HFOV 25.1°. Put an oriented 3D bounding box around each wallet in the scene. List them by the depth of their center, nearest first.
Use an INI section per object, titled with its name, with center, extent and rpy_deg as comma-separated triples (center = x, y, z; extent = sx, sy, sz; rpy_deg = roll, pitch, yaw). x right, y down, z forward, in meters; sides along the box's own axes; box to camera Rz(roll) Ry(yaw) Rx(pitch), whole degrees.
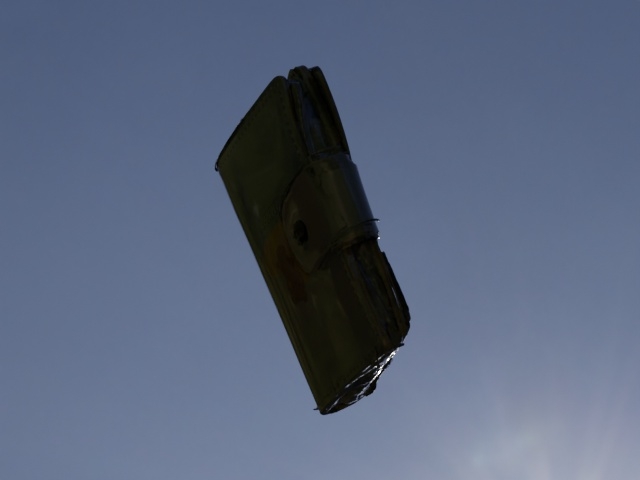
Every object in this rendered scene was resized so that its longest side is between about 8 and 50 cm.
[wallet]
center = 0.000, 0.000, 1.049
extent = 0.069, 0.231, 0.170
rpy_deg = -13, -21, -26
